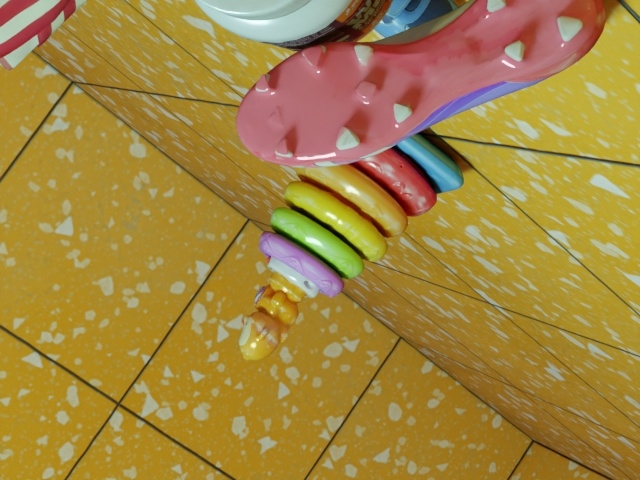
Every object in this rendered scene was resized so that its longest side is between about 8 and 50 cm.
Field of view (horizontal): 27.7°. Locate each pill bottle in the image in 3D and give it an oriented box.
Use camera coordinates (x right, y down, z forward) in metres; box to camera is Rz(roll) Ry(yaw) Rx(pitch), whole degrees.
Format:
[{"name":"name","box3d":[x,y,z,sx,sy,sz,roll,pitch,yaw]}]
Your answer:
[{"name":"pill bottle","box3d":[-0.021,-0.185,0.832,0.121,0.121,0.221,34,-170,6]}]

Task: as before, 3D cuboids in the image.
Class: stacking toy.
[{"name":"stacking toy","box3d":[0.000,0.000,1.399,0.166,0.302,0.175,36,173,-7]}]

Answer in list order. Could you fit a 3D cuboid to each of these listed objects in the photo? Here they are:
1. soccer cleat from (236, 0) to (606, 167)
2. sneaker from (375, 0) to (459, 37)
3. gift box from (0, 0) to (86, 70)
[{"name":"soccer cleat","box3d":[0.066,-0.105,0.844,0.095,0.248,0.083,13,-124,-70]},{"name":"sneaker","box3d":[0.044,-0.194,0.967,0.144,0.053,0.059,34,170,0]},{"name":"gift box","box3d":[-0.198,-0.276,0.817,0.258,0.255,0.276,43,180,8]}]
